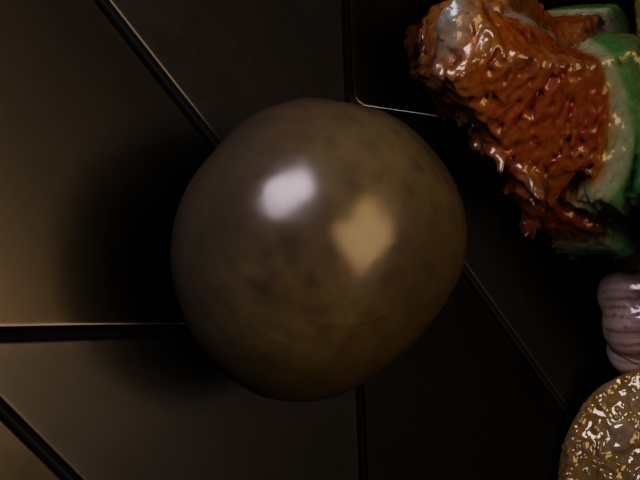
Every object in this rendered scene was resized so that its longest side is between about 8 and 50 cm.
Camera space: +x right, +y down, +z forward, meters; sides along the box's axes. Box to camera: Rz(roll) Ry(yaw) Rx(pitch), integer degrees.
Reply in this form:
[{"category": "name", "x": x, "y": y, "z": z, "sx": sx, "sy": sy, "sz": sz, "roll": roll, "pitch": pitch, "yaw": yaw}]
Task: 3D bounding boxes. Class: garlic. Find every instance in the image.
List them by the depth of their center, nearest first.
[{"category": "garlic", "x": 0.339, "y": 0.059, "z": 1.143, "sx": 0.159, "sy": 0.102, "sz": 0.147, "roll": -47, "pitch": 114, "yaw": -35}]

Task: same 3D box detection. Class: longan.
[{"category": "longan", "x": 0.000, "y": 0.000, "z": 0.798, "sx": 0.220, "sy": 0.197, "sz": 0.196, "roll": -36, "pitch": 109, "yaw": -33}]

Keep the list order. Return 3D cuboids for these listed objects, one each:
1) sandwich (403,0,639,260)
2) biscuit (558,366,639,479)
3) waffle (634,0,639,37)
[{"category": "sandwich", "x": 0.205, "y": -0.134, "z": 1.011, "sx": 0.301, "sy": 0.162, "sz": 0.250, "roll": 18, "pitch": 69, "yaw": -41}, {"category": "biscuit", "x": 0.324, "y": 0.217, "z": 1.065, "sx": 0.033, "sy": 0.220, "sz": 0.219, "roll": 55, "pitch": 43, "yaw": -71}, {"category": "waffle", "x": 0.358, "y": -0.198, "z": 1.189, "sx": 0.214, "sy": 0.054, "sz": 0.207, "roll": 22, "pitch": 62, "yaw": -60}]
